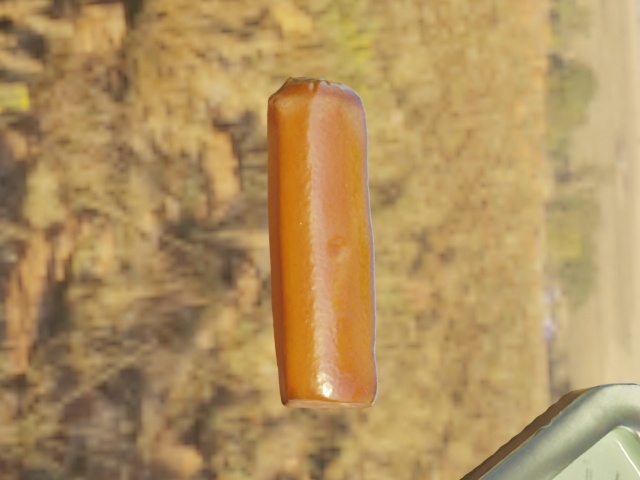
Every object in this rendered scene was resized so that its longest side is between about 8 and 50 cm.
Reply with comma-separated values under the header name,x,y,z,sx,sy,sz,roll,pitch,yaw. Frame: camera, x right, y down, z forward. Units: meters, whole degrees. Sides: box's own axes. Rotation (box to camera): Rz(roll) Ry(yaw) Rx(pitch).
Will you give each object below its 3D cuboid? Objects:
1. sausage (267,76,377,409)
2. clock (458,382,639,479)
name,x,y,z,sx,sy,sz,roll,pitch,yaw
sausage,0.000,0.000,0.705,0.041,0.039,0.131,146,-59,-80
clock,0.105,0.238,0.758,0.279,0.273,0.049,55,-22,-1
